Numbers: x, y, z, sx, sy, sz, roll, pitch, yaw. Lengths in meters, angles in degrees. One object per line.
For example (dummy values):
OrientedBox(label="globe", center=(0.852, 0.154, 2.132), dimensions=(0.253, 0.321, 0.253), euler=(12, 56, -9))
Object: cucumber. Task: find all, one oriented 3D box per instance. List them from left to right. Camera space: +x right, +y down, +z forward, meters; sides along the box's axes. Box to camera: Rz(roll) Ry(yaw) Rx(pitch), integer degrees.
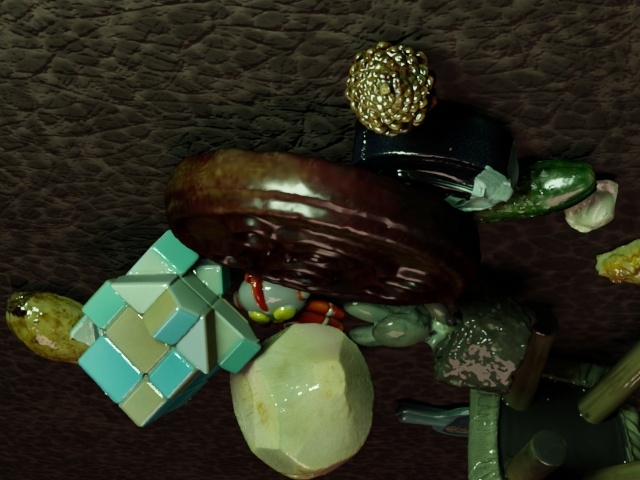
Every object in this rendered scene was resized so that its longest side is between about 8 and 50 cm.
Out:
OrientedBox(label="cucumber", center=(0.233, -0.056, 1.643), dimensions=(0.227, 0.069, 0.069), euler=(-10, 152, 30))

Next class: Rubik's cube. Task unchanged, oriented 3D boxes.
OrientedBox(label="Rubik's cube", center=(-0.208, 0.122, 1.882), dimensions=(0.213, 0.224, 0.265), euler=(-47, 174, 12))

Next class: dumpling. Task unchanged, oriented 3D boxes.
OrientedBox(label="dumpling", center=(0.339, -0.043, 1.669), dimensions=(0.057, 0.052, 0.076), euler=(-2, 167, -16))

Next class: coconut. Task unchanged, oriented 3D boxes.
OrientedBox(label="coconut", center=(-0.020, 0.234, 1.951), dimensions=(0.197, 0.237, 0.237), euler=(0, 158, -25))

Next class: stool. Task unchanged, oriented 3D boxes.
OrientedBox(label="stool", center=(0.407, 0.282, 2.066), dimensions=(0.310, 0.310, 0.226), euler=(12, 147, -15))

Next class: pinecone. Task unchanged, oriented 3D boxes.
OrientedBox(label="pinecone", center=(0.071, -0.158, 1.420), dimensions=(0.102, 0.102, 0.109), euler=(11, 164, -16))

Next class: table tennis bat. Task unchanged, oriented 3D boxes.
OrientedBox(label="table tennis bat", center=(0.250, 0.337, 2.502), dimensions=(0.237, 0.038, 0.149), euler=(12, 154, -24))

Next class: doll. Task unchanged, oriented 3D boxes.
OrientedBox(label="doll", center=(-0.051, 0.098, 1.989), dimensions=(0.142, 0.076, 0.245), euler=(-10, 156, 21))

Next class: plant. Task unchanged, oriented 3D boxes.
OrientedBox(label="plant", center=(0.172, 0.120, 1.939), dimensions=(0.274, 0.149, 0.146), euler=(16, 113, 11))

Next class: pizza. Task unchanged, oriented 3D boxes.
OrientedBox(label="pizza", center=(0.463, 0.031, 1.821), dimensions=(0.175, 0.046, 0.134), euler=(-5, 154, 17))

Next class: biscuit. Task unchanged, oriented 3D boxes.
OrientedBox(label="biscuit", center=(0.000, 0.000, 1.661), dimensions=(0.407, 0.091, 0.407), euler=(11, 164, 3))

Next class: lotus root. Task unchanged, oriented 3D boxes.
OrientedBox(label="lotus root", center=(-0.388, 0.149, 2.110), dimensions=(0.110, 0.097, 0.258), euler=(-23, 148, 38))

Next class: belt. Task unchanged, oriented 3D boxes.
OrientedBox(label="belt", center=(0.134, -0.091, 1.561), dimensions=(0.198, 0.078, 0.151), euler=(7, 156, -2))
